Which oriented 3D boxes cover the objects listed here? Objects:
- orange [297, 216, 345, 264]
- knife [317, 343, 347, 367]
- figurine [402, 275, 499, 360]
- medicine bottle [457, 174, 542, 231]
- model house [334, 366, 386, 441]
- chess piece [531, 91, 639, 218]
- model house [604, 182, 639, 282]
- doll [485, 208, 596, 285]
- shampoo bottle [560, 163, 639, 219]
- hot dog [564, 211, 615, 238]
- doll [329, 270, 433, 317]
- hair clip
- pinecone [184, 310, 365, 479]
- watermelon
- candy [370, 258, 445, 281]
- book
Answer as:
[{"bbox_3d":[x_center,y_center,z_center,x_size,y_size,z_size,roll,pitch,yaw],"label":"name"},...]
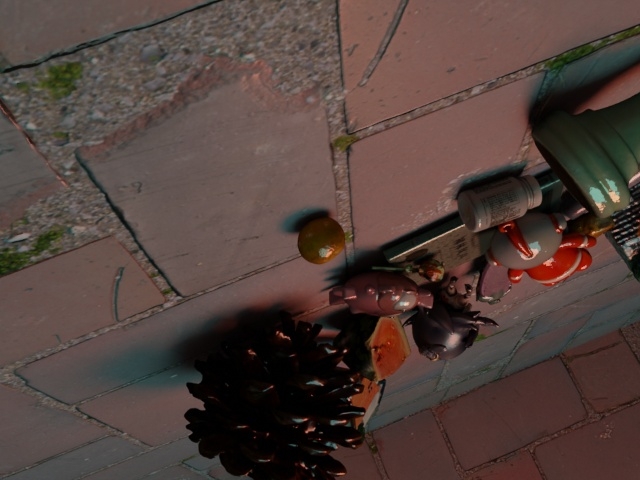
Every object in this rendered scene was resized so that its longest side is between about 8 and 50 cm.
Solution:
[{"bbox_3d":[0.000,0.000,1.251,0.083,0.070,0.083,-35,165,-11],"label":"orange"},{"bbox_3d":[0.047,0.287,1.884,0.398,0.038,0.132,16,140,-39],"label":"knife"},{"bbox_3d":[0.304,0.195,1.851,0.197,0.175,0.265,-36,149,5],"label":"figurine"},{"bbox_3d":[0.330,-0.072,1.390,0.140,0.079,0.079,-19,157,-12],"label":"medicine bottle"},{"bbox_3d":[0.090,0.406,2.142,0.291,0.184,0.253,-44,136,-39],"label":"model house"},{"bbox_3d":[0.503,-0.191,1.185,0.299,0.195,0.194,-38,155,12],"label":"chess piece"},{"bbox_3d":[0.742,-0.082,1.631,0.261,0.226,0.241,-30,127,12],"label":"model house"},{"bbox_3d":[0.438,0.015,1.539,0.199,0.106,0.336,-31,148,27],"label":"doll"},{"bbox_3d":[0.591,-0.117,1.554,0.072,0.072,0.214,2,147,-45],"label":"shampoo bottle"},{"bbox_3d":[0.547,-0.005,1.712,0.083,0.068,0.289,-8,168,-23],"label":"hot dog"},{"bbox_3d":[0.123,0.112,1.558,0.211,0.093,0.262,4,169,-9],"label":"doll"},{"bbox_3d":[0.433,0.047,1.717,0.096,0.110,0.359,-62,180,-28],"label":"hair clip"},{"bbox_3d":[-0.086,0.334,1.575,0.397,0.398,0.398,-19,157,-9],"label":"pinecone"},{"bbox_3d":[0.135,0.225,1.806,0.128,0.159,0.303,-62,162,12],"label":"watermelon"},{"bbox_3d":[0.172,0.057,1.502,0.184,0.049,0.055,5,163,-34],"label":"candy"},{"bbox_3d":[0.322,-0.012,1.577,0.379,0.031,0.264,-25,159,5],"label":"book"}]
